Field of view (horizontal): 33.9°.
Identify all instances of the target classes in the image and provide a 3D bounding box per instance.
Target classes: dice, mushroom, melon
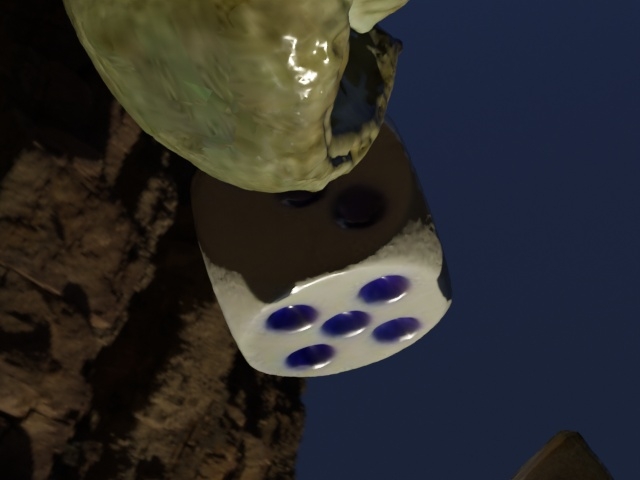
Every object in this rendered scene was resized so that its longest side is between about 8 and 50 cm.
[{"bbox_3d":[0.000,0.000,1.233,0.251,0.243,0.259,-18,-125,0],"label":"dice"},{"bbox_3d":[-0.041,-0.136,0.494,0.189,0.267,0.164,24,-122,3],"label":"mushroom"},{"bbox_3d":[0.249,0.261,1.067,0.202,0.093,0.140,12,-79,40],"label":"melon"}]
